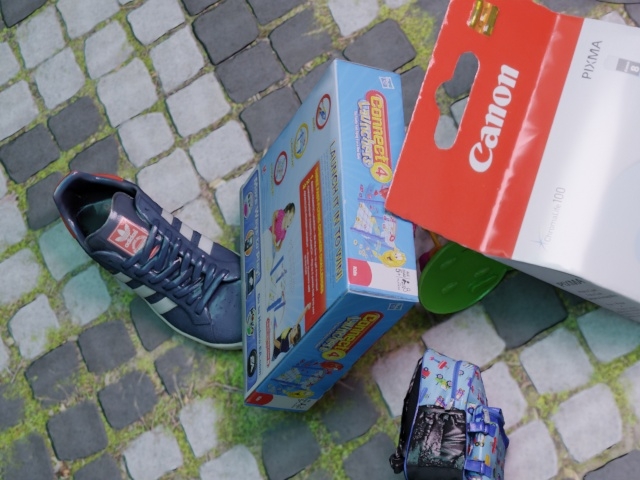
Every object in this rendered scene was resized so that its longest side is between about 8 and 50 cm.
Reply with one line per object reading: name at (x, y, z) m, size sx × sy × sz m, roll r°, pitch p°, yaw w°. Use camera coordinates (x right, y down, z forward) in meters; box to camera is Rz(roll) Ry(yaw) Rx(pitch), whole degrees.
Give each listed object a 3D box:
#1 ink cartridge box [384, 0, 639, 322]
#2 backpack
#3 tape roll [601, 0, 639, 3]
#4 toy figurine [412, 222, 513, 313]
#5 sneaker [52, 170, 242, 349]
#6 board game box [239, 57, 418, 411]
ink cartridge box at (0.294, -0.106, 1.809) m, size 0.091 × 0.385 × 0.308 m, roll -15°, pitch 54°, yaw 67°
backpack at (0.153, 0.215, 1.843) m, size 0.117 × 0.158 × 0.173 m, roll 2°, pitch 59°, yaw 14°
tape roll at (0.392, -0.443, 2.029) m, size 0.286 × 0.100 × 0.286 m, roll -8°, pitch 67°, yaw 19°
toy figurine at (0.155, -0.020, 1.964) m, size 0.173 × 0.130 × 0.159 m, roll -25°, pitch 50°, yaw -13°
sneaker at (-0.210, 0.020, 2.064) m, size 0.350 × 0.148 × 0.131 m, roll 30°, pitch 83°, yaw 29°
board game box at (0.000, 0.000, 1.895) m, size 0.302 × 0.086 × 0.308 m, roll 131°, pitch 143°, yaw -51°
